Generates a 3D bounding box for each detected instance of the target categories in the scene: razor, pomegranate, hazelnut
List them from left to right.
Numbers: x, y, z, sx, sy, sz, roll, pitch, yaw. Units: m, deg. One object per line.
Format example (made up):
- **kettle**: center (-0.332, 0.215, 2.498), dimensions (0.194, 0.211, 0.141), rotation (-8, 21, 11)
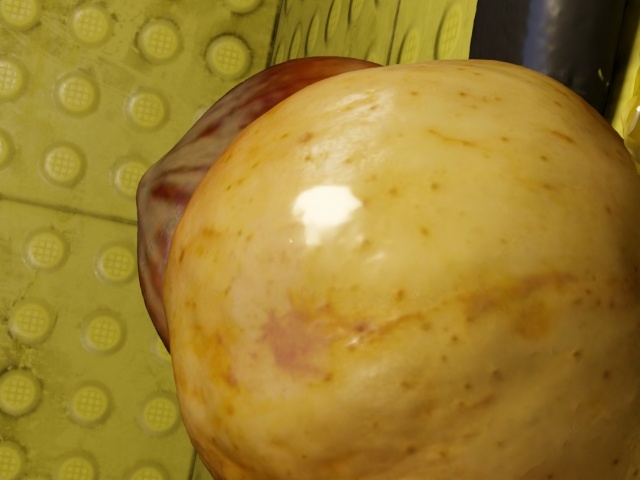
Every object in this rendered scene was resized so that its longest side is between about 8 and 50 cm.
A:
- **hazelnut**: center (0.000, 0.000, 1.154), dimensions (0.359, 0.359, 0.409), rotation (119, 161, -50)
- **pomegranate**: center (0.101, 0.051, 0.780), dimensions (0.410, 0.410, 0.410), rotation (-169, 90, -76)
- **razor**: center (0.215, -0.247, 0.999), dimensions (0.189, 0.107, 0.326), rotation (-135, 58, -72)

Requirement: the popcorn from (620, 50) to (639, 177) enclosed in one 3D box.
- **popcorn**: center (0.234, -0.084, 0.430), dimensions (0.325, 0.290, 0.321), rotation (73, 179, -47)
